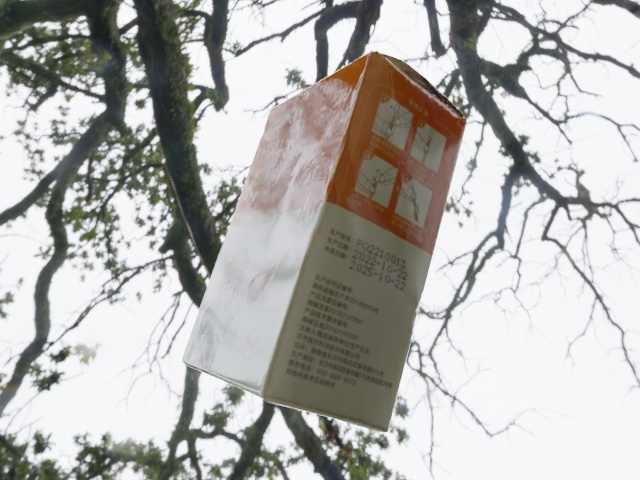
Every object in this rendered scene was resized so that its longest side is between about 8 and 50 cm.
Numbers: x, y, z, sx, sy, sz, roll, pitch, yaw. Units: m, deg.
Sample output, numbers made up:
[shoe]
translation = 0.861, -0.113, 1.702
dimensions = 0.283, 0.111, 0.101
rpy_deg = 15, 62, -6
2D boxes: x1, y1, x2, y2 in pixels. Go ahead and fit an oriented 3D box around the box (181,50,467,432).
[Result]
[box]
translation = 0.000, 0.000, 0.590
dimensions = 0.143, 0.342, 0.225
rpy_deg = 23, -15, -29
